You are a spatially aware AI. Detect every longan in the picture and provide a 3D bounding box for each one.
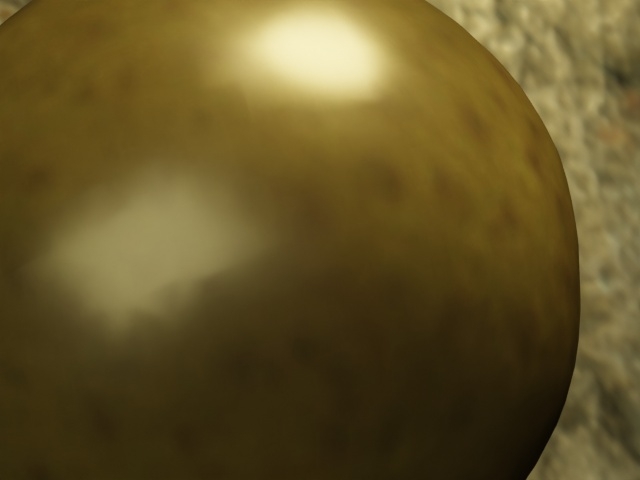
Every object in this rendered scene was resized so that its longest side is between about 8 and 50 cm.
[{"bbox_3d":[-0.052,0.029,0.860,0.361,0.361,0.361,-1,75,5],"label":"longan"}]
